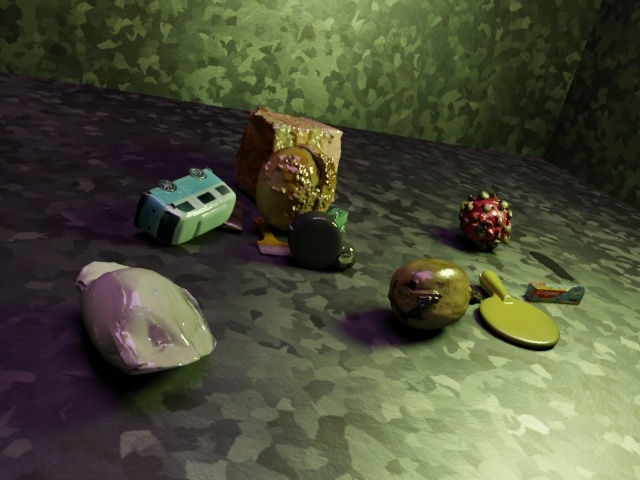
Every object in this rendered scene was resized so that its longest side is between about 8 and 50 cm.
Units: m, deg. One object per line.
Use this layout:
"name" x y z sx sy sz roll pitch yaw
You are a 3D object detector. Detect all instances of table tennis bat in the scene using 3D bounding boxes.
"table tennis bat" 0.543 0.197 1.900 0.224 0.054 0.369 7 27 -15

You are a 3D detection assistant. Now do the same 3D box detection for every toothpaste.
"toothpaste" 0.745 0.159 2.083 0.193 0.070 0.044 5 25 -22

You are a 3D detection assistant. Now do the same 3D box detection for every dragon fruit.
"dragon fruit" 0.597 -0.058 2.391 0.218 0.273 0.198 29 70 22

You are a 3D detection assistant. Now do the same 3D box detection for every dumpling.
"dumpling" -0.333 0.150 1.303 0.260 0.181 0.341 8 -2 -39

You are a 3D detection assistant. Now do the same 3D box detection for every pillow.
"pillow" -0.340 -0.098 2.055 0.208 0.052 0.212 11 24 -8

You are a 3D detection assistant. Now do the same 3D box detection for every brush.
"brush" -0.163 -0.016 2.021 0.103 0.013 0.272 6 22 -21

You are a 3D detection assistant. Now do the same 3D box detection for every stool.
"stool" -0.006 0.007 1.917 0.228 0.153 0.139 53 5 -22

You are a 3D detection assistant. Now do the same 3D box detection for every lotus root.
"lotus root" 0.309 0.138 1.716 0.310 0.183 0.183 1 25 -40

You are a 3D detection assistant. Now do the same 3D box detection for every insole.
"insole" 0.846 0.092 2.401 0.080 0.003 0.232 5 24 -21

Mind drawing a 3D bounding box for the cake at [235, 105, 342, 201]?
"cake" -0.122 -0.298 2.346 0.307 0.314 0.293 -6 28 -38

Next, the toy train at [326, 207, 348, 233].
"toy train" 0.037 -0.048 2.107 0.070 0.099 0.172 17 21 14

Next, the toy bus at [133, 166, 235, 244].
"toy bus" -0.374 -0.091 1.861 0.165 0.133 0.271 37 36 15

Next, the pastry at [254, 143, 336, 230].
"pastry" -0.057 -0.158 2.065 0.184 0.284 0.315 24 15 28
